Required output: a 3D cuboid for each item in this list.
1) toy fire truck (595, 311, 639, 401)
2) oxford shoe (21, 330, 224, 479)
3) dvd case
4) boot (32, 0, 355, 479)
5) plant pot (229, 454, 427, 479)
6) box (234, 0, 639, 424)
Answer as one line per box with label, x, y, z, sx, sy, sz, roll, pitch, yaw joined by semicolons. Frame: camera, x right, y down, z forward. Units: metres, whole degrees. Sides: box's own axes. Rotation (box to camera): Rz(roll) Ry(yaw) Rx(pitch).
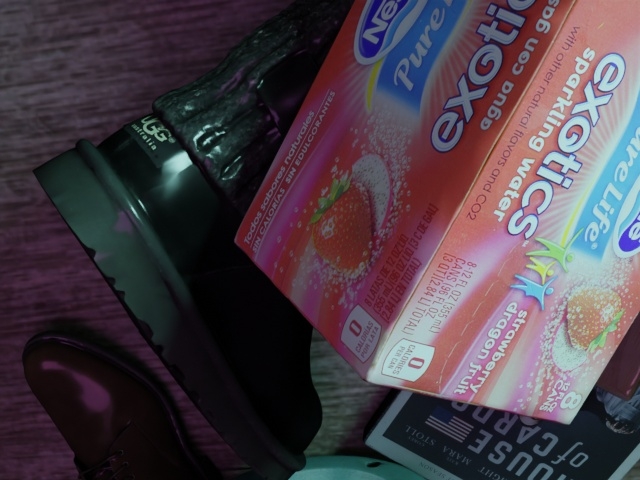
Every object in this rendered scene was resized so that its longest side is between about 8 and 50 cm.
toy fire truck;0.255;-0.003;0.583;0.159;0.217;0.246;-22;133;-21
oxford shoe;-0.152;0.166;0.774;0.083;0.096;0.227;-34;103;22
dvd case;0.166;0.102;0.736;0.179;0.029;0.238;29;113;-4
boot;0.002;0.002;0.663;0.260;0.131;0.348;-36;143;-12
plant pot;0.005;0.308;0.731;0.272;0.271;0.255;-4;103;10
box;0.108;-0.078;0.490;0.154;0.142;0.299;17;106;-37
